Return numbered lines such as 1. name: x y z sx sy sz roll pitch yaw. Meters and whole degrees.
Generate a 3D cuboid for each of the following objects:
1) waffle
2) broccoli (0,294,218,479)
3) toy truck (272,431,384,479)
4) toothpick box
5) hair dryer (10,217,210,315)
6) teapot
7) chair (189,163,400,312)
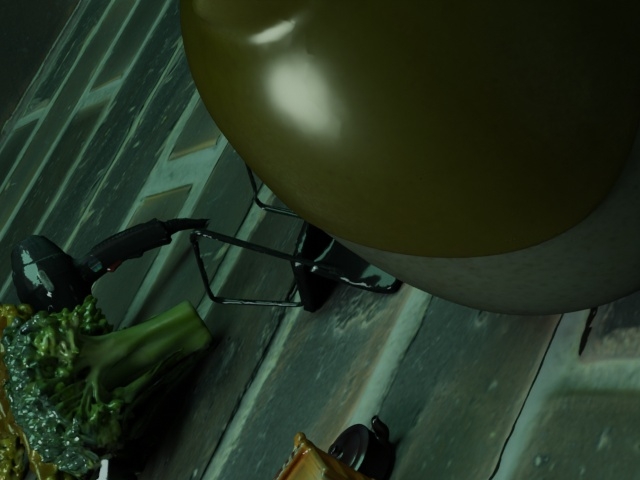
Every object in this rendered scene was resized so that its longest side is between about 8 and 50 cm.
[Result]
1. waffle: -0.389 0.202 1.938 0.293 0.069 0.260 -5 94 59
2. broccoli: -0.232 0.165 1.707 0.243 0.263 0.247 -33 59 -9
3. toy truck: -0.047 0.299 1.182 0.270 0.114 0.135 -53 25 5
4. toothpick box: 0.109 -0.179 1.113 0.409 0.425 0.409 -45 25 27
5. hair dryer: -0.256 0.047 1.960 0.271 0.236 0.091 -33 -18 -5
6. teapot: 0.024 0.192 1.276 0.100 0.045 0.068 -51 21 10
7. chair: 0.000 0.000 1.528 0.145 0.221 0.140 77 -149 -58
